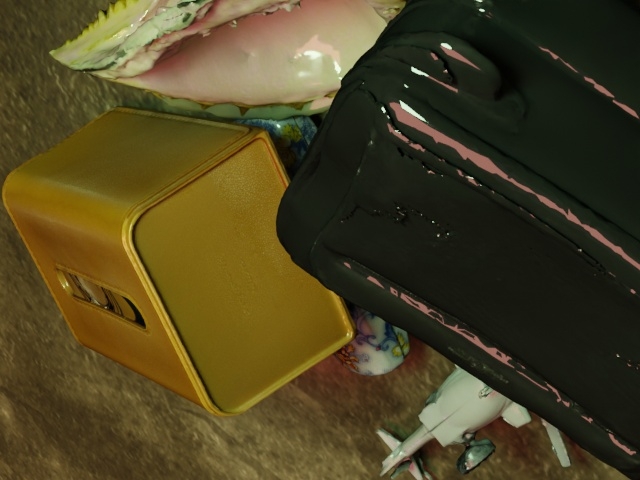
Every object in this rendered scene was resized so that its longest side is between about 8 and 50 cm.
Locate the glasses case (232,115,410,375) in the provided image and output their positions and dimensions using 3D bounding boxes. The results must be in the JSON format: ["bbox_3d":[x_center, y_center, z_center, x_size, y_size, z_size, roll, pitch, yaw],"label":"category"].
[{"bbox_3d":[0.000,0.000,1.208,0.087,0.065,0.248,1,123,55],"label":"glasses case"}]

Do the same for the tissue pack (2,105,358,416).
[{"bbox_3d":[-0.126,0.009,1.204,0.274,0.145,0.194,13,131,58],"label":"tissue pack"}]

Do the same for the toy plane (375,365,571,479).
[{"bbox_3d":[0.099,0.136,1.213,0.273,0.107,0.182,-21,102,52],"label":"toy plane"}]

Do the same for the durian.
[{"bbox_3d":[-0.026,-0.159,1.047,0.196,0.185,0.305,33,138,-29],"label":"durian"}]

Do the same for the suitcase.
[{"bbox_3d":[0.160,-0.005,0.948,0.345,0.188,0.339,33,155,1],"label":"suitcase"}]
